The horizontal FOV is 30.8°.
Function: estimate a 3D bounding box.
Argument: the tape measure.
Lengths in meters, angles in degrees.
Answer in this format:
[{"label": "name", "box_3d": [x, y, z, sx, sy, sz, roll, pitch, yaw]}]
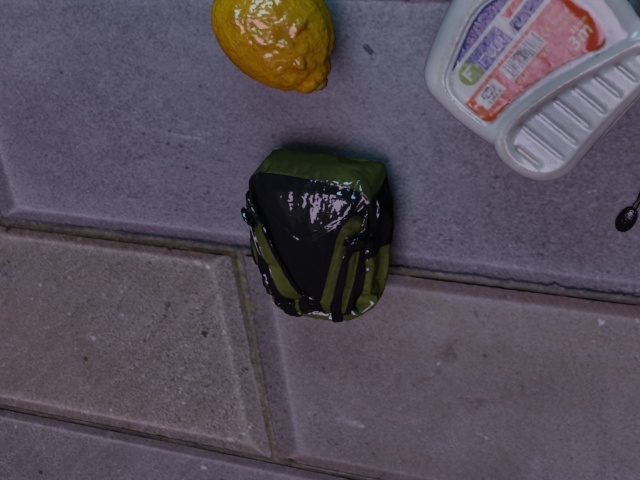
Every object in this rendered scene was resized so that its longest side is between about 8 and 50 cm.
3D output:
[{"label": "tape measure", "box_3d": [0.270, -0.217, 1.335, 0.265, 0.130, 0.258, 40, 128, 2]}]

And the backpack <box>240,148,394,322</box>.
[{"label": "backpack", "box_3d": [0.000, 0.000, 1.611, 0.207, 0.140, 0.253, 10, 122, 23]}]

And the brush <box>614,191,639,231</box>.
[{"label": "brush", "box_3d": [0.398, -0.041, 1.474, 0.024, 0.008, 0.083, 31, 131, 7]}]

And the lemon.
[{"label": "lemon", "box_3d": [-0.054, -0.263, 1.446, 0.187, 0.142, 0.142, 49, 130, -10]}]
